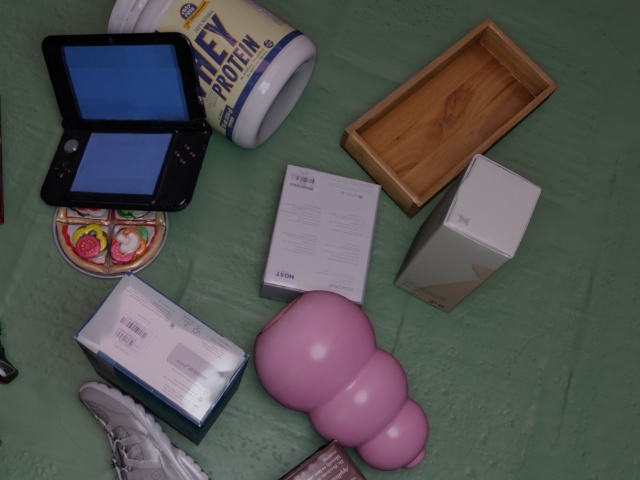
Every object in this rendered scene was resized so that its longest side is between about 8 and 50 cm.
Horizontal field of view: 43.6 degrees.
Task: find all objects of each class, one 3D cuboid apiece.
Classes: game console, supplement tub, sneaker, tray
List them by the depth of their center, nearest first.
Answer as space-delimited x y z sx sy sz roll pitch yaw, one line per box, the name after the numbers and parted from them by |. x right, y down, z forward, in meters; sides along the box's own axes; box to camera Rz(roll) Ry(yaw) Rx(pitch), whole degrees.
-0.292 0.338 1.267 0.281 0.105 0.115 43 70 7 | sneaker
-0.552 0.152 1.313 0.178 0.072 0.077 47 60 2 | sneaker
-0.353 -0.199 1.359 0.293 0.173 0.250 3 63 18 | game console
-0.195 -0.343 1.456 0.325 0.235 0.235 34 69 4 | supplement tub
0.257 -0.247 1.584 0.411 0.076 0.203 -40 81 -20 | tray

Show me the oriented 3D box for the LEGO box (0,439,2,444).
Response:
-0.675 0.226 1.032 0.372 0.500 0.193 30 69 2 | LEGO box

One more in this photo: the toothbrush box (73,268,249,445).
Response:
-0.237 0.191 1.228 0.216 0.295 0.126 35 70 3 | toothbrush box

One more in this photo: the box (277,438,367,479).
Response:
0.007 0.446 1.245 0.168 0.167 0.203 -33 79 -19 | box

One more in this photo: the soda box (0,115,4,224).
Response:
-0.611 -0.159 1.403 0.092 0.083 0.263 -5 72 -10 | soda box

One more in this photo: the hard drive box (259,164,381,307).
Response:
0.000 0.000 1.444 0.181 0.089 0.232 13 69 -4 | hard drive box

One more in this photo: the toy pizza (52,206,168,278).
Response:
-0.373 -0.031 1.424 0.201 0.032 0.201 3 70 -8 | toy pizza

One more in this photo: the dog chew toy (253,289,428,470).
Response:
0.046 0.242 1.316 0.206 0.206 0.332 -43 92 -20 | dog chew toy

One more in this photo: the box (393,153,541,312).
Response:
0.240 -0.001 1.365 0.121 0.311 0.148 28 69 1 | box
